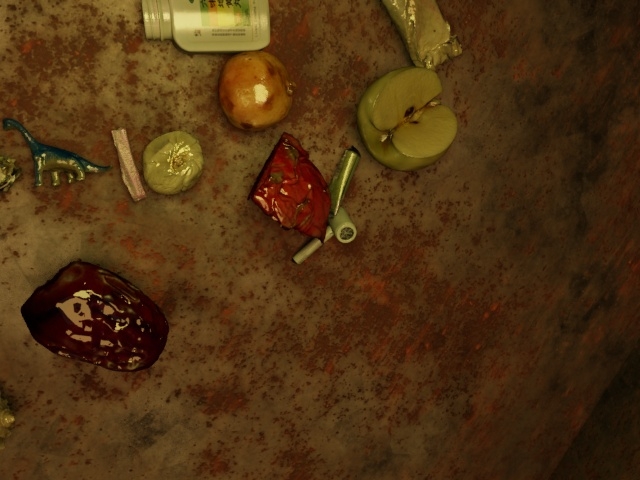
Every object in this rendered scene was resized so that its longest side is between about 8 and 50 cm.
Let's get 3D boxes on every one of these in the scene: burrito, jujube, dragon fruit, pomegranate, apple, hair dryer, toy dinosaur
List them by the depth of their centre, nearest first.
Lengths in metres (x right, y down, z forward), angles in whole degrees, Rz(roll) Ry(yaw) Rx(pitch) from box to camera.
[{"bbox_3d":[-0.688,-0.241,1.359,0.248,0.075,0.188,-9,99,-10],"label":"toy dinosaur"},{"bbox_3d":[-0.169,-0.403,1.402,0.215,0.215,0.215,-4,105,-17],"label":"pomegranate"},{"bbox_3d":[-0.605,0.213,1.410,0.377,0.258,0.258,34,91,-35],"label":"jujube"},{"bbox_3d":[-0.051,-0.144,1.421,0.286,0.329,0.228,34,93,-3],"label":"dragon fruit"},{"bbox_3d":[0.249,-0.356,1.543,0.258,0.233,0.295,-41,102,-25],"label":"apple"},{"bbox_3d":[0.294,-0.667,1.551,0.347,0.107,0.175,47,71,-24],"label":"burrito"},{"bbox_3d":[0.000,0.000,1.619,0.236,0.131,0.073,-37,121,9],"label":"hair dryer"}]

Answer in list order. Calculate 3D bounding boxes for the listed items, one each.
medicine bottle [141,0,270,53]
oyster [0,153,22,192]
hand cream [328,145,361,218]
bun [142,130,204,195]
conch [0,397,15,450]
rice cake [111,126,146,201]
[{"bbox_3d":[-0.303,-0.591,1.366,0.324,0.124,0.179,-6,105,-15],"label":"medicine bottle"},{"bbox_3d":[-0.902,-0.192,1.293,0.260,0.092,0.198,4,102,-10],"label":"oyster"},{"bbox_3d":[0.064,-0.184,1.614,0.055,0.086,0.235,22,92,-38],"label":"hand cream"},{"bbox_3d":[-0.409,-0.212,1.430,0.188,0.111,0.164,-34,108,-4],"label":"bun"},{"bbox_3d":[-1.000,0.484,1.387,0.324,0.186,0.263,-7,87,-17],"label":"conch"},{"bbox_3d":[-0.532,-0.210,1.431,0.047,0.036,0.206,-11,107,-5],"label":"rice cake"}]
